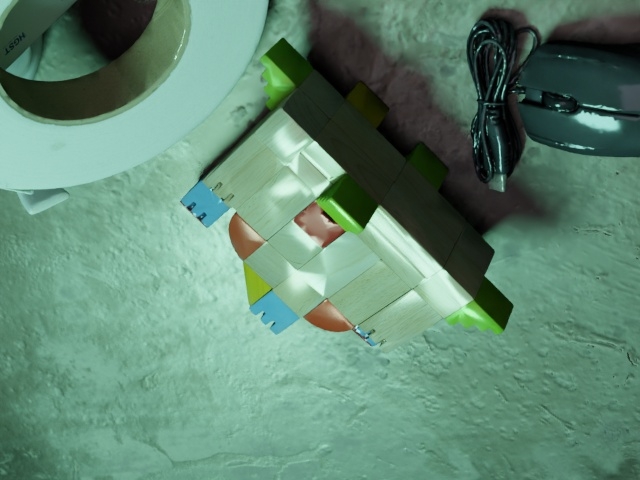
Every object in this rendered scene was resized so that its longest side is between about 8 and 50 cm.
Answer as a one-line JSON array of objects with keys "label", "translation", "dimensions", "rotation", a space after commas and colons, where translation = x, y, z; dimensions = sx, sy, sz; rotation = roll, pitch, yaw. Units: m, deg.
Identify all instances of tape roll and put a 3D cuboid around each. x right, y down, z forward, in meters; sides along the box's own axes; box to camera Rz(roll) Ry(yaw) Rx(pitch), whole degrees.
[{"label": "tape roll", "translation": [-0.236, -0.211, 1.016], "dimensions": [0.392, 0.392, 0.072], "rotation": [-54, 54, 30]}]

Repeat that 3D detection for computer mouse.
[{"label": "computer mouse", "translation": [0.288, -0.136, 1.069], "dimensions": [0.272, 0.072, 0.188], "rotation": [1, 116, 14]}]

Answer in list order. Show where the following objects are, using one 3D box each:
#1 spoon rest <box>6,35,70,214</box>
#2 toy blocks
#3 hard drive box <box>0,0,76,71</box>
[{"label": "spoon rest", "translation": [-0.372, -0.168, 1.207], "dimensions": [0.084, 0.137, 0.276], "rotation": [28, 137, 45]}, {"label": "toy blocks", "translation": [0.000, 0.000, 1.174], "dimensions": [0.381, 0.190, 0.261], "rotation": [44, 130, -9]}, {"label": "hard drive box", "translation": [-0.328, -0.310, 1.020], "dimensions": [0.089, 0.181, 0.232], "rotation": [24, 149, 19]}]
